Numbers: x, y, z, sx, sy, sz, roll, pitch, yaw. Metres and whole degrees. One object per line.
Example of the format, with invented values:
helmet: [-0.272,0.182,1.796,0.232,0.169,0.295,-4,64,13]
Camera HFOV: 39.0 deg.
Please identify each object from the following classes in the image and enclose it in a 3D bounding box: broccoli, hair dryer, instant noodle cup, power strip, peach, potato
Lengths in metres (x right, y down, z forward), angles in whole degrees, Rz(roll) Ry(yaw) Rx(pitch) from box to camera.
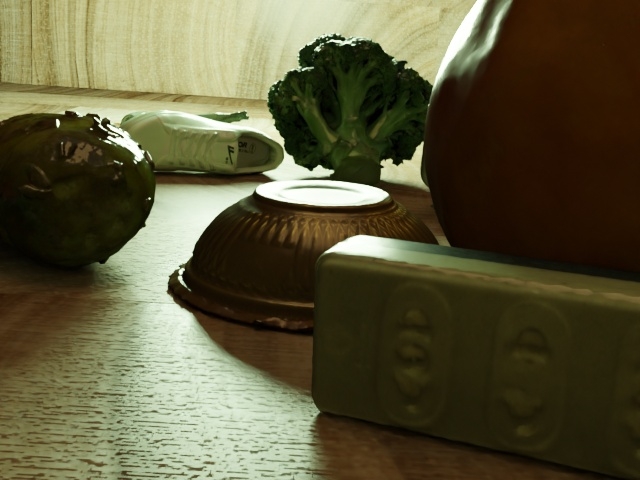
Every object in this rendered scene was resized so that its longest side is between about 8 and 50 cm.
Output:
broccoli: [0.052,-0.190,1.397,0.270,0.270,0.270,2,43,-6]
hair dryer: [-0.197,-0.193,1.547,0.237,0.075,0.206,-7,-2,39]
instant noodle cup: [0.000,0.000,0.808,0.274,0.090,0.274,3,13,-1]
power strip: [0.111,0.065,0.517,0.257,0.105,0.070,8,14,23]
peach: [0.241,-0.081,0.630,0.343,0.301,0.342,-14,-27,-7]
potato: [-0.262,-0.060,0.882,0.176,0.141,0.298,2,12,-34]

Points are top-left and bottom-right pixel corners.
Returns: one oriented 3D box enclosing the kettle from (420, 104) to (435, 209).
kettle: [0.194,-0.109,1.208,0.127,0.148,0.098,3,14,0]

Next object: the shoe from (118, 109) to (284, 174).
shoe: [-0.177,-0.146,1.392,0.265,0.095,0.110,-3,15,-37]
